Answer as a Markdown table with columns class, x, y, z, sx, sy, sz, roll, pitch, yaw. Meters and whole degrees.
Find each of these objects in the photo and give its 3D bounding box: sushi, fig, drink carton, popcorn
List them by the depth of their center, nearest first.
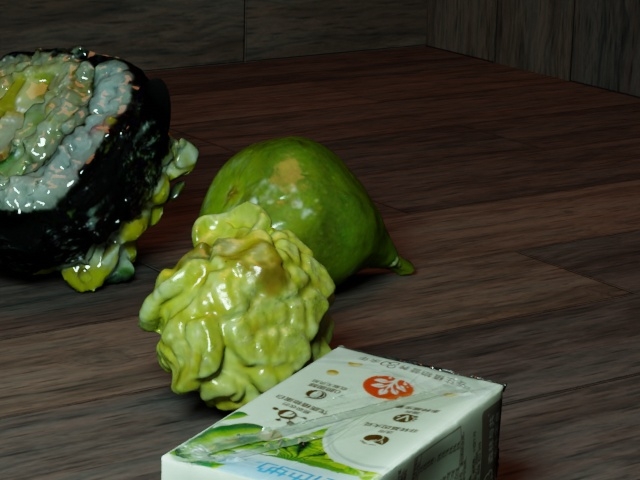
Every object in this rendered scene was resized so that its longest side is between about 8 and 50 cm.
| class | x | y | z | sx | sy | sz | roll | pitch | yaw |
| --- | --- | --- | --- | --- | --- | --- | --- | --- | --- |
| drink carton | 0.019 | 0.219 | 1.843 | 0.194 | 0.132 | 0.324 | 10 | 19 | 28 |
| popcorn | -0.093 | 0.079 | 2.186 | 0.235 | 0.217 | 0.181 | -25 | 8 | -38 |
| fig | -0.031 | -0.001 | 2.637 | 0.233 | 0.233 | 0.314 | 10 | -26 | 29 |
| sushi | -0.351 | -0.069 | 2.669 | 0.328 | 0.285 | 0.329 | 3 | 52 | 28 |
